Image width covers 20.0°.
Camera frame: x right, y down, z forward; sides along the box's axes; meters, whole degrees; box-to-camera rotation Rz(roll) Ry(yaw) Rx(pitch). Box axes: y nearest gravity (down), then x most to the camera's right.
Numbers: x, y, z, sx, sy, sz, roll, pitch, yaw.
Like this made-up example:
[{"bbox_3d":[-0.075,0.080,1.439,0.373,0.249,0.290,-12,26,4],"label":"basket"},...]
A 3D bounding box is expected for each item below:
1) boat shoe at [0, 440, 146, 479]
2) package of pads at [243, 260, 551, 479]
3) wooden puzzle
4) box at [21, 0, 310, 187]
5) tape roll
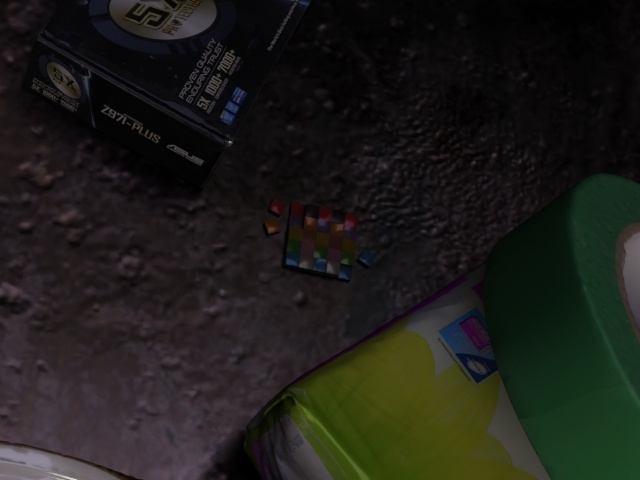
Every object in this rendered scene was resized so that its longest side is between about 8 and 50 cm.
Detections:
[{"bbox_3d":[-0.149,0.189,1.097,0.277,0.098,0.096,15,65,-14],"label":"boat shoe"},{"bbox_3d":[0.114,0.183,1.175,0.229,0.101,0.296,-29,80,-33],"label":"package of pads"},{"bbox_3d":[0.000,0.000,1.272,0.083,0.006,0.049,12,66,-14],"label":"wooden puzzle"},{"bbox_3d":[-0.097,-0.154,1.260,0.147,0.077,0.180,30,63,-5],"label":"box"},{"bbox_3d":[0.239,0.108,1.175,0.321,0.077,0.321,37,31,-28],"label":"tape roll"}]
